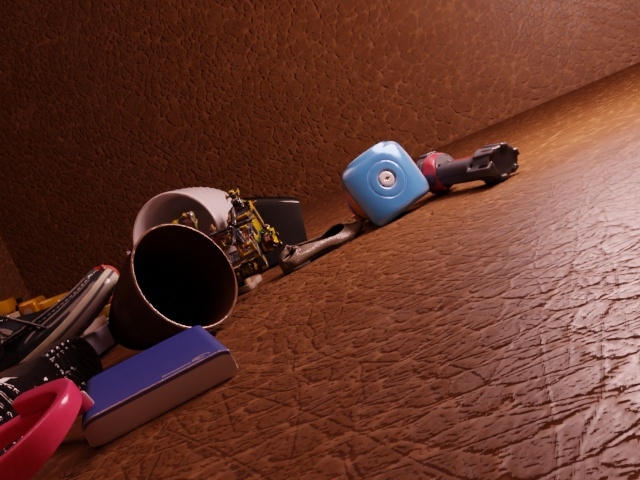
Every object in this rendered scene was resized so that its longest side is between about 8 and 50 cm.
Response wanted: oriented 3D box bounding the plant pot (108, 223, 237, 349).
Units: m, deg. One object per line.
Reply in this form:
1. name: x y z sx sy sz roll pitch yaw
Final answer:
1. plant pot: -0.310 0.117 1.476 0.230 0.215 0.215 -39 -4 41

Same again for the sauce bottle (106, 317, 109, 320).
1. sauce bottle: -0.615 0.208 2.171 0.111 0.112 0.344 -23 5 10

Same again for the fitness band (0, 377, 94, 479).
1. fitness band: -0.410 0.269 0.995 0.290 0.054 0.209 -24 16 42

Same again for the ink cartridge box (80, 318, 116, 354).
1. ink cartridge box: -0.589 0.269 1.788 0.185 0.065 0.311 -23 9 18

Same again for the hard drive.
1. hard drive: -0.248 0.203 1.153 0.210 0.040 0.318 -26 7 -14

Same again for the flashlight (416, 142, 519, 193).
1. flashlight: 0.327 -0.167 1.750 0.103 0.103 0.304 13 -8 -26

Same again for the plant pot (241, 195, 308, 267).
1. plant pot: -0.123 -0.029 1.991 0.166 0.188 0.188 -12 6 -3

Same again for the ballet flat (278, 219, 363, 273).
1. ballet flat: 0.000 0.000 1.770 0.249 0.058 0.084 -29 9 -32

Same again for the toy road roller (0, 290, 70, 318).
1. toy road roller: -0.776 0.239 2.110 0.240 0.203 0.329 -19 4 -10

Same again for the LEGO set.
1. LEGO set: -0.270 -0.004 1.648 0.331 0.192 0.255 -22 37 10

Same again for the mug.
1. mug: -0.371 0.016 2.269 0.374 0.276 0.328 -54 -9 17

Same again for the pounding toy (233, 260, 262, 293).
1. pounding toy: -0.278 0.071 1.787 0.269 0.155 0.154 -17 8 32

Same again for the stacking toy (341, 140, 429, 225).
1. stacking toy: 0.128 -0.108 1.907 0.175 0.166 0.302 -36 -5 -15

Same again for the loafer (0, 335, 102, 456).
1. loafer: -0.508 0.279 1.230 0.130 0.134 0.366 -33 -4 34

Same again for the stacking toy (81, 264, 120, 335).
1. stacking toy: -0.537 0.132 1.863 0.308 0.131 0.279 -18 6 46

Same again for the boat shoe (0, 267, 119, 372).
1. boat shoe: -0.595 0.206 1.447 0.500 0.156 0.187 -40 3 -10
